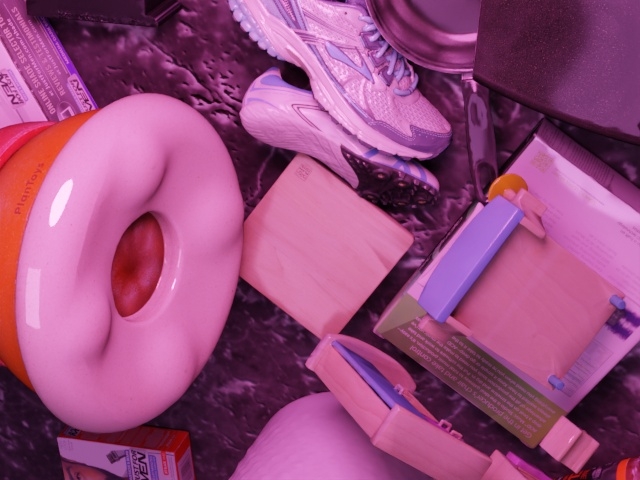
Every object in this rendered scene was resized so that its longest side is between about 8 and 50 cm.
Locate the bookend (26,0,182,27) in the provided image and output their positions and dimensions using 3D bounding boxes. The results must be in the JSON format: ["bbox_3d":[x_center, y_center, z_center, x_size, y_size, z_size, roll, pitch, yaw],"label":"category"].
[{"bbox_3d":[-0.238,-0.319,1.612,0.156,0.072,0.157,7,118,16],"label":"bookend"}]

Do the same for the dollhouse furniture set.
[{"bbox_3d":[0.188,0.101,1.610,0.286,0.198,0.303,32,96,-29],"label":"dollhouse furniture set"}]

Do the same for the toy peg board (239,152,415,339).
[{"bbox_3d":[0.000,0.000,1.700,0.161,0.079,0.160,38,107,-1],"label":"toy peg board"}]

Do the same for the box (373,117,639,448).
[{"bbox_3d":[0.237,0.054,1.640,0.232,0.058,0.322,37,122,-1],"label":"box"}]

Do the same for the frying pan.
[{"bbox_3d":[0.174,-0.212,1.513,0.197,0.053,0.326,-27,109,16],"label":"frying pan"}]

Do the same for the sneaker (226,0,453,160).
[{"bbox_3d":[0.037,-0.199,1.552,0.283,0.110,0.122,41,119,-4],"label":"sneaker"}]

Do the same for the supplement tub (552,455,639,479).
[{"bbox_3d":[0.331,0.308,1.708,0.198,0.106,0.106,-21,107,28],"label":"supplement tub"}]

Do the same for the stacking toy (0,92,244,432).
[{"bbox_3d":[-0.354,-0.012,1.620,0.480,0.350,0.350,12,121,29],"label":"stacking toy"}]

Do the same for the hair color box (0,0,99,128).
[{"bbox_3d":[-0.446,-0.148,1.761,0.339,0.110,0.185,-19,109,29],"label":"hair color box"}]

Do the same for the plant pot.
[{"bbox_3d":[0.236,-0.211,1.402,0.167,0.187,0.188,9,112,11],"label":"plant pot"}]

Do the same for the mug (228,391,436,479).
[{"bbox_3d":[-0.040,0.397,1.762,0.374,0.328,0.276,-32,102,31],"label":"mug"}]

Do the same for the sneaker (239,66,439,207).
[{"bbox_3d":[0.029,-0.111,1.614,0.237,0.086,0.085,28,153,-9],"label":"sneaker"}]

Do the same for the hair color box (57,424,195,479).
[{"bbox_3d":[-0.251,0.289,1.950,0.167,0.053,0.093,5,119,20],"label":"hair color box"}]
